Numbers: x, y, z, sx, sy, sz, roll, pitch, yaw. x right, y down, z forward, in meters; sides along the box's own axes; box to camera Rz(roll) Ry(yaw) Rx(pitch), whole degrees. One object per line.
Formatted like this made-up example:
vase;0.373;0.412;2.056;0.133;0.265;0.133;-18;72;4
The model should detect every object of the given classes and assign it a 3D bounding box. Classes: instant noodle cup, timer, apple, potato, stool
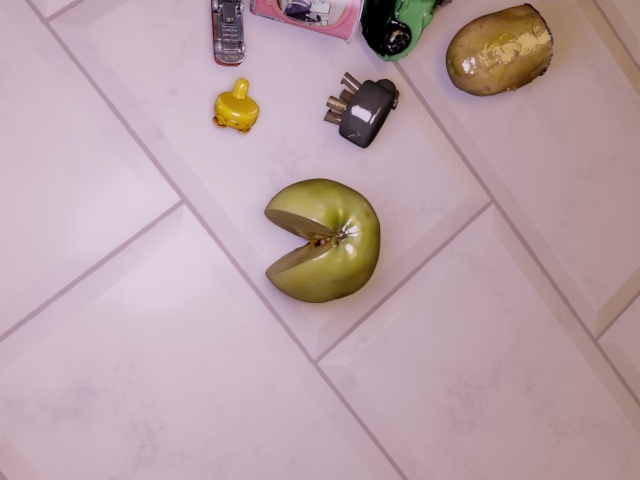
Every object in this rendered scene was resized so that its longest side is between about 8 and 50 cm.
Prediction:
instant noodle cup;-0.033;-0.605;1.665;0.254;0.244;0.244;7;83;-10
timer;-0.193;-0.314;1.631;0.107;0.109;0.107;16;38;-13
apple;0.000;0.000;1.594;0.291;0.254;0.292;2;86;-23
potato;0.453;-0.486;1.834;0.265;0.229;0.230;-20;92;-4
stool;0.102;-0.327;1.730;0.139;0.228;0.153;31;118;6

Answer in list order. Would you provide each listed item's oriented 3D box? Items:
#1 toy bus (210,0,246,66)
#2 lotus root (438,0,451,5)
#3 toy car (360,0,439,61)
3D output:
toy bus;-0.221;-0.495;1.654;0.079;0.077;0.175;-3;86;-19
lotus root;0.245;-0.735;1.801;0.314;0.141;0.169;41;75;-11
toy car;0.212;-0.617;1.674;0.176;0.213;0.359;-6;131;-24
